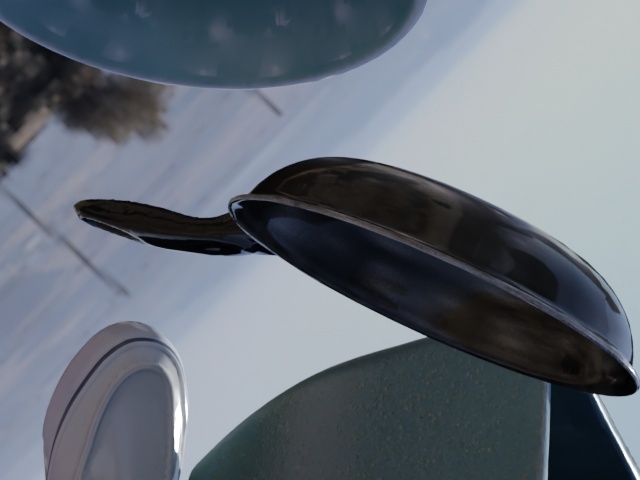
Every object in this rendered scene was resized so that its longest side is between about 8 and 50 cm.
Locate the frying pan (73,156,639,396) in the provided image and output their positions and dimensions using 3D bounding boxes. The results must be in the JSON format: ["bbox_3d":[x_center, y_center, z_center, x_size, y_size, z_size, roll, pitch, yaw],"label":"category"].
[{"bbox_3d":[0.025,0.014,0.862,0.326,0.197,0.053,5,-112,64],"label":"frying pan"}]

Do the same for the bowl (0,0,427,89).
[{"bbox_3d":[-0.080,-0.241,1.181,0.311,0.311,0.163,135,-36,-61],"label":"bowl"}]

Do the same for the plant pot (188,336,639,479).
[{"bbox_3d":[0.049,0.219,1.087,0.252,0.248,0.247,-10,-129,22],"label":"plant pot"}]

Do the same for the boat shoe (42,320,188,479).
[{"bbox_3d":[-0.123,0.180,1.096,0.084,0.095,0.258,29,-69,59],"label":"boat shoe"}]
